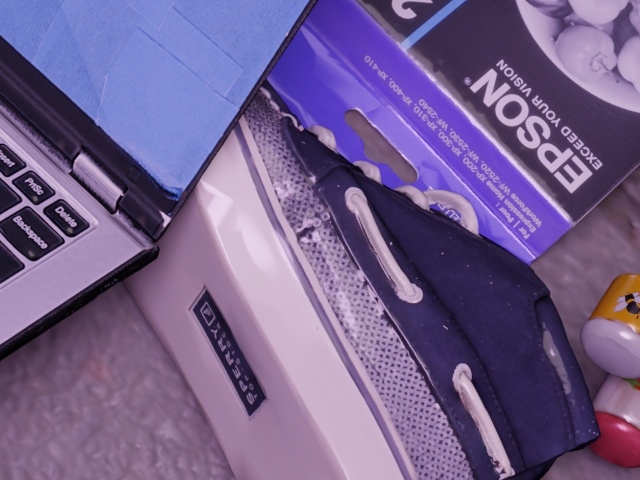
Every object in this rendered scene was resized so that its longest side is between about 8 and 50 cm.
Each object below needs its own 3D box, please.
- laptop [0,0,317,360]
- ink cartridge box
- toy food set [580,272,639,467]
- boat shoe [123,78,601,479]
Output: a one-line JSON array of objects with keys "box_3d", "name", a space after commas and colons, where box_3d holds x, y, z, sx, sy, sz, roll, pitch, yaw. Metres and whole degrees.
[{"box_3d": [-0.223, -0.153, 0.695, 0.382, 0.236, 0.408, 41, 55, 20], "name": "laptop"}, {"box_3d": [0.088, -0.101, 0.909, 0.206, 0.045, 0.208, 46, 66, 6], "name": "ink cartridge box"}, {"box_3d": [0.204, 0.129, 0.805, 0.232, 0.111, 0.104, 36, 64, 0], "name": "toy food set"}, {"box_3d": [0.000, 0.000, 0.818, 0.158, 0.127, 0.341, -18, 75, -33], "name": "boat shoe"}]
